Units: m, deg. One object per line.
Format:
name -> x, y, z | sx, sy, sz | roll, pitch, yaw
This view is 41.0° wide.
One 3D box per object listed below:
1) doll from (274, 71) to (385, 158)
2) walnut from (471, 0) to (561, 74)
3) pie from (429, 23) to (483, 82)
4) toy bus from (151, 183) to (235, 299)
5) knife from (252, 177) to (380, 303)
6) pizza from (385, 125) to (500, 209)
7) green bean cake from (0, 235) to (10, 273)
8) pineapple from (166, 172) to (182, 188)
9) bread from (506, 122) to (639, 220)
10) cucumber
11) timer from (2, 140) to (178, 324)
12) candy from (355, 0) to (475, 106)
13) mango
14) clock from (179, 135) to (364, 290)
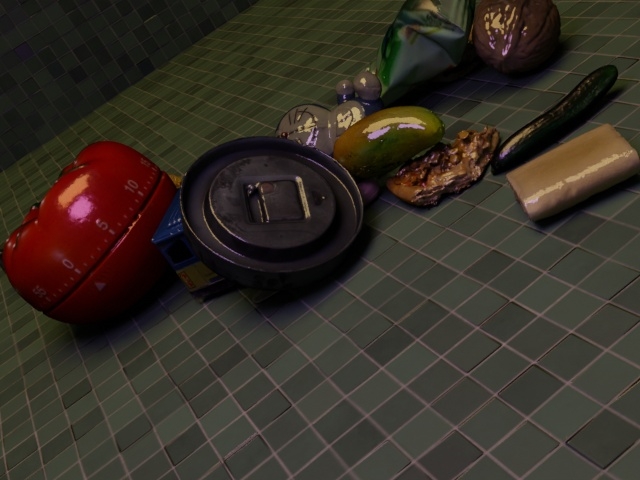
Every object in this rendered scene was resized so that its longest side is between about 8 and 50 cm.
doll -> 0.018, -0.212, 1.750 | 0.259, 0.154, 0.228 | -10, 67, 19
walnut -> 0.392, -0.421, 1.721 | 0.178, 0.178, 0.230 | -13, 33, 34
pie -> 0.322, -0.432, 1.943 | 0.218, 0.052, 0.185 | -32, 28, 4
toy bus -> -0.198, -0.039, 1.665 | 0.138, 0.175, 0.287 | -22, 27, 22
knife -> 0.002, 0.000, 1.558 | 0.081, 0.043, 0.336 | 11, 54, 48
pizza -> 0.221, -0.137, 1.511 | 0.226, 0.069, 0.147 | -27, 24, 9
green bean cake -> -0.681, -0.003, 2.187 | 0.241, 0.132, 0.255 | -6, 35, 48
pineapple -> -0.423, -0.134, 2.204 | 0.114, 0.077, 0.114 | -25, 19, 44
bread -> 0.376, -0.099, 1.282 | 0.178, 0.060, 0.139 | -26, 25, 12
cucumber -> 0.400, -0.206, 1.456 | 0.284, 0.056, 0.056 | -39, 26, -5
timer -> -0.452, -0.008, 1.739 | 0.378, 0.279, 0.378 | -41, 21, 20
candy -> 0.186, -0.400, 1.837 | 0.398, 0.172, 0.263 | -39, 20, 38
mango -> 0.117, -0.177, 1.534 | 0.233, 0.111, 0.125 | -13, 28, 42
clock -> -0.084, -0.052, 1.484 | 0.319, 0.066, 0.318 | 5, 49, -5
